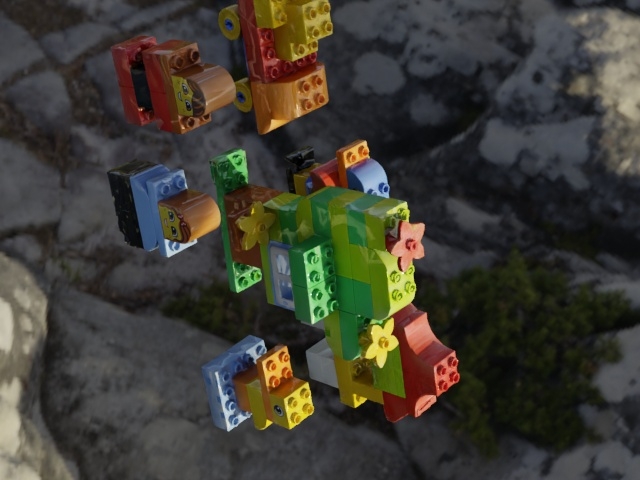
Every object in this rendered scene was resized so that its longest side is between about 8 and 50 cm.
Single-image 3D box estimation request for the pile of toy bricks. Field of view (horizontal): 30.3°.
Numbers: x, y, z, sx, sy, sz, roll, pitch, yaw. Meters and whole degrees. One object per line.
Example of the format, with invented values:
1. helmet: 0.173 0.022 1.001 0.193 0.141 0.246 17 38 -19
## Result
1. pile of toy bricks: 0.000 0.000 0.476 0.105 0.212 0.118 14 34 41
